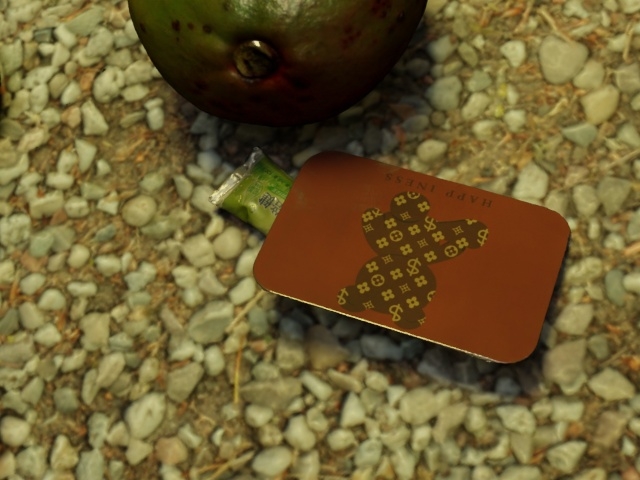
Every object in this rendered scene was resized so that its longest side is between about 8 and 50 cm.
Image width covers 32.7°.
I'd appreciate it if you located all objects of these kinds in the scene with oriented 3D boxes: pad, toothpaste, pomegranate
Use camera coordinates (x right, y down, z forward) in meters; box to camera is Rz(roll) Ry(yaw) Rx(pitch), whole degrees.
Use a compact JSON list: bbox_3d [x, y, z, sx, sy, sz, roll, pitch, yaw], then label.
[{"bbox_3d":[0.084,0.008,1.007,0.267,0.004,0.181,16,56,14],"label":"pad"},{"bbox_3d":[0.000,0.000,1.048,0.248,0.047,0.078,38,80,24],"label":"toothpaste"},{"bbox_3d":[-0.034,-0.277,1.031,0.290,0.291,0.323,4,72,15],"label":"pomegranate"}]
